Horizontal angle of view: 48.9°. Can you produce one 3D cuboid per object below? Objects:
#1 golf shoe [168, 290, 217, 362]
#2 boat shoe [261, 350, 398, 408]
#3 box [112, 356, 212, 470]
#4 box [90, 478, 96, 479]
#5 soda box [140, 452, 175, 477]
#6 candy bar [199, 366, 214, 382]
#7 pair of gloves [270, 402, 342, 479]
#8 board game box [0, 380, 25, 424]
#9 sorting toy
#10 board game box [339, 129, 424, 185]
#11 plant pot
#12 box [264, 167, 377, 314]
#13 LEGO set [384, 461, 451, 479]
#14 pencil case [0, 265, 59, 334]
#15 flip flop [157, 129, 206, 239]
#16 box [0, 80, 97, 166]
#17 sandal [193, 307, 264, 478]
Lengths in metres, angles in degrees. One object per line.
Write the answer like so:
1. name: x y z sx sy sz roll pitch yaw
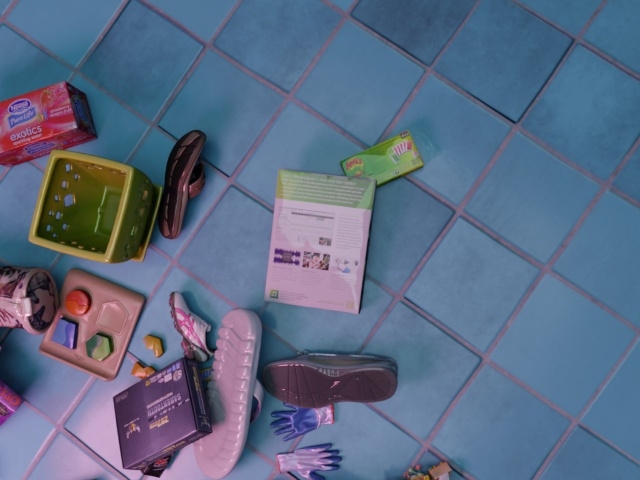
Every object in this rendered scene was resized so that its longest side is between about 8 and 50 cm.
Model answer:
1. golf shoe: -0.311 0.206 1.706 0.086 0.067 0.186 -20 91 -12
2. boat shoe: 0.022 0.317 1.653 0.320 0.103 0.118 -5 105 11
3. box: -0.371 0.403 1.635 0.233 0.059 0.183 -30 58 19
4. box: -0.657 0.642 1.695 0.232 0.087 0.058 -17 84 5
5. soda box: -0.371 0.477 1.682 0.060 0.053 0.169 31 90 48
6. candy bar: -0.306 0.334 1.716 0.162 0.018 0.040 -14 85 5
7. pair of gloves: -0.035 0.479 1.676 0.159 0.023 0.198 -8 84 5
8. board game box: -0.882 0.318 1.659 0.347 0.056 0.208 43 123 -10
9. sorting toy: -0.524 0.224 1.733 0.307 0.041 0.229 21 88 7
10. board game box: 0.147 -0.183 1.694 0.181 0.043 0.092 -24 84 3
11. plant pot: -0.509 -0.069 1.659 0.227 0.207 0.228 14 87 16
12. box: 0.000 0.000 1.666 0.232 0.058 0.322 8 97 6
13. LEGO set: 0.167 0.596 1.628 0.132 0.107 0.287 41 85 -28
14. pencil case: -0.834 0.129 1.685 0.410 0.183 0.159 5 102 10
15. flip flop: -0.326 -0.134 1.718 0.112 0.080 0.277 25 105 50
16. box: -0.708 -0.285 1.747 0.257 0.122 0.128 -16 84 4
17. sandal: -0.190 0.365 1.652 0.169 0.102 0.416 22 101 44
